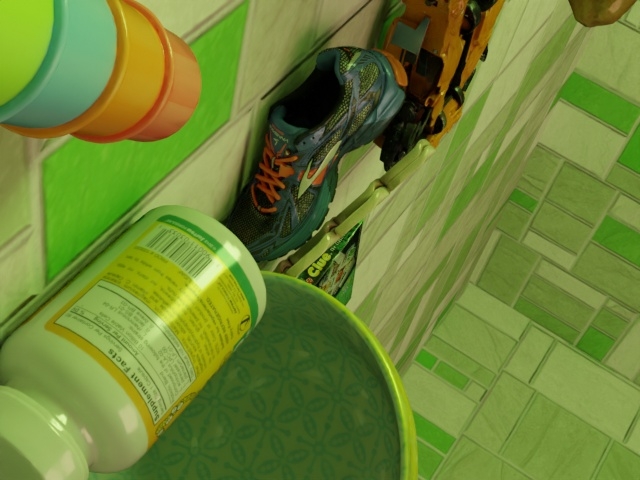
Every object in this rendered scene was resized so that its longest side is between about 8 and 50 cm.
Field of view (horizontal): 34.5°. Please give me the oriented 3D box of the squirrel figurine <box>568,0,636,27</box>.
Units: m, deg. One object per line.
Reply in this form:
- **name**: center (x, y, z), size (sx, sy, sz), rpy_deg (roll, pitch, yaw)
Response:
- **squirrel figurine**: center (0.246, -0.427, 0.718), size (0.370, 0.281, 0.397), rpy_deg (45, 37, -52)

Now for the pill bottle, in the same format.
- **pill bottle**: center (-0.138, 0.079, 0.688), size (0.208, 0.117, 0.118), rpy_deg (-48, 164, -39)

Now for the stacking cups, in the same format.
- **stacking cups**: center (-0.127, -0.091, 0.418), size (0.096, 0.096, 0.316), rpy_deg (-60, 171, 9)

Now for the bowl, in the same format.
- **bowl**: center (-0.040, 0.179, 0.847), size (0.289, 0.289, 0.156), rpy_deg (-59, 154, 2)

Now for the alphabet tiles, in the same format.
- **alphabet tiles**: center (0.000, 0.000, 1.012), size (0.284, 0.021, 0.278), rpy_deg (-41, -179, 7)

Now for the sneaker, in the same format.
- **sneaker**: center (-0.022, -0.079, 0.883), size (0.087, 0.083, 0.221), rpy_deg (18, 109, -52)

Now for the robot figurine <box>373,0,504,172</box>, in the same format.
- **robot figurine**: center (0.121, -0.199, 1.087), size (0.211, 0.085, 0.291), rpy_deg (-50, 164, -31)

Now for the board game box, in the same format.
- **board game box**: center (0.004, 0.074, 1.421), size (0.136, 0.030, 0.260), rpy_deg (-55, 167, -23)
